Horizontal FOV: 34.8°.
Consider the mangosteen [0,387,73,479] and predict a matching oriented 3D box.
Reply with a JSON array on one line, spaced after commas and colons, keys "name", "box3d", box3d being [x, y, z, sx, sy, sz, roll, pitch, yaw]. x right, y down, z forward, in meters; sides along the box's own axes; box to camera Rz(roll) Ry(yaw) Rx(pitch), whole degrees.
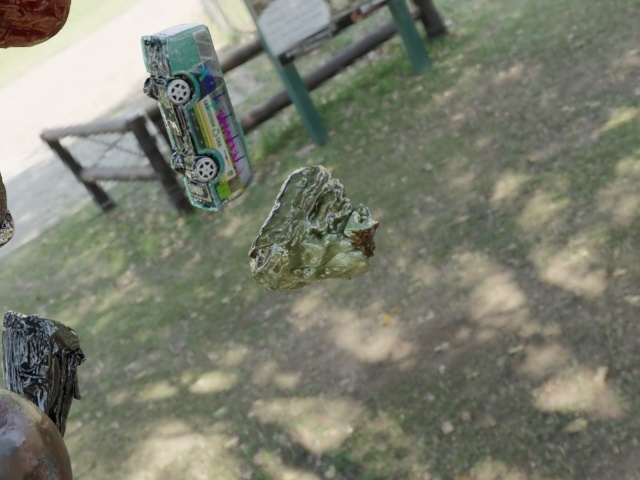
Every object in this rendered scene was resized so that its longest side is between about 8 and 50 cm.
[{"name": "mangosteen", "box3d": [-0.505, 0.351, 1.451, 0.311, 0.311, 0.311, -22, 25, 11]}]

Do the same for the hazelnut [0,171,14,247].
[{"name": "hazelnut", "box3d": [-0.561, -0.070, 1.601, 0.160, 0.201, 0.170, -20, 50, 32]}]

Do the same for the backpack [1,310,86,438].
[{"name": "backpack", "box3d": [-0.507, 0.260, 1.868, 0.133, 0.259, 0.206, -1, -12, 1]}]

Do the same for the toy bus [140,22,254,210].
[{"name": "toy bus", "box3d": [-0.176, -0.175, 1.455, 0.109, 0.262, 0.091, -31, 29, -30]}]

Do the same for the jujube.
[{"name": "jujube", "box3d": [-0.528, -0.393, 1.629, 0.250, 0.174, 0.174, 5, 8, -31]}]

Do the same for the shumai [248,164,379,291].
[{"name": "shumai", "box3d": [-0.002, -0.001, 1.869, 0.218, 0.189, 0.256, 19, 62, 11]}]
